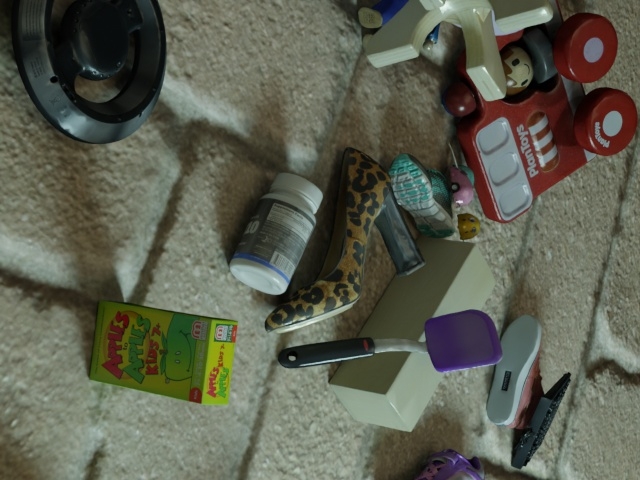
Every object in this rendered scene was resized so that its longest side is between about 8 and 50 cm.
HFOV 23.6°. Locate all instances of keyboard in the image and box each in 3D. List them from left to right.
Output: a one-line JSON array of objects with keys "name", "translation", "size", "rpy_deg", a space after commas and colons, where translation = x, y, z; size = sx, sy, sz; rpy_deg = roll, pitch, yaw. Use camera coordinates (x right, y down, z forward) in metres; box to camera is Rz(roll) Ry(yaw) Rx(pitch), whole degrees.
[{"name": "keyboard", "translation": [0.338, 0.288, 2.363], "size": [0.108, 0.023, 0.180], "rpy_deg": [-38, 153, -38]}]

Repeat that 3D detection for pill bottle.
[{"name": "pill bottle", "translation": [-0.052, -0.010, 1.892], "size": [0.078, 0.078, 0.137], "rpy_deg": [44, 62, -43]}]

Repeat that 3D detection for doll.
[{"name": "doll", "translation": [0.128, -0.317, 2.087], "size": [0.189, 0.046, 0.129], "rpy_deg": [-30, 118, -43]}]

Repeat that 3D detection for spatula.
[{"name": "spatula", "translation": [0.089, 0.139, 1.999], "size": [0.296, 0.030, 0.084], "rpy_deg": [-4, 62, -15]}]

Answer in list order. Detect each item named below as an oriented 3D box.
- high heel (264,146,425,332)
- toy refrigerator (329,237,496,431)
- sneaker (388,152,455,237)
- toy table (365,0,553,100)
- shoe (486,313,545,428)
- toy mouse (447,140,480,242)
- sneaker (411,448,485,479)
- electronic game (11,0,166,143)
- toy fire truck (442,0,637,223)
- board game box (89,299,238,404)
[{"name": "high heel", "translation": [0.000, 0.000, 1.979], "size": [0.261, 0.093, 0.186], "rpy_deg": [-28, 94, -31]}, {"name": "toy refrigerator", "translation": [0.132, 0.128, 2.109], "size": [0.269, 0.102, 0.094], "rpy_deg": [-58, 133, -28]}, {"name": "sneaker", "translation": [0.142, -0.076, 2.135], "size": [0.166, 0.065, 0.076], "rpy_deg": [56, 37, -46]}, {"name": "toy table", "translation": [0.184, -0.313, 1.956], "size": [0.274, 0.252, 0.161], "rpy_deg": [37, 48, -34]}, {"name": "shoe", "translation": [0.314, 0.205, 2.366], "size": [0.081, 0.063, 0.178], "rpy_deg": [21, 85, -50]}, {"name": "toy mouse", "translation": [0.204, -0.073, 2.177], "size": [0.161, 0.031, 0.143], "rpy_deg": [25, 58, -80]}, {"name": "sneaker", "translation": [0.169, 0.352, 2.198], "size": [0.236, 0.095, 0.105], "rpy_deg": [9, 81, -55]}, {"name": "electronic game", "translation": [-0.247, -0.219, 1.659], "size": [0.229, 0.048, 0.229], "rpy_deg": [3, 86, -55]}, {"name": "toy fire truck", "translation": [0.303, -0.204, 2.238], "size": [0.254, 0.169, 0.302], "rpy_deg": [-34, 121, -20]}, {"name": "board game box", "translation": [-0.175, 0.122, 1.685], "size": [0.043, 0.181, 0.092], "rpy_deg": [7, 90, -50]}]
